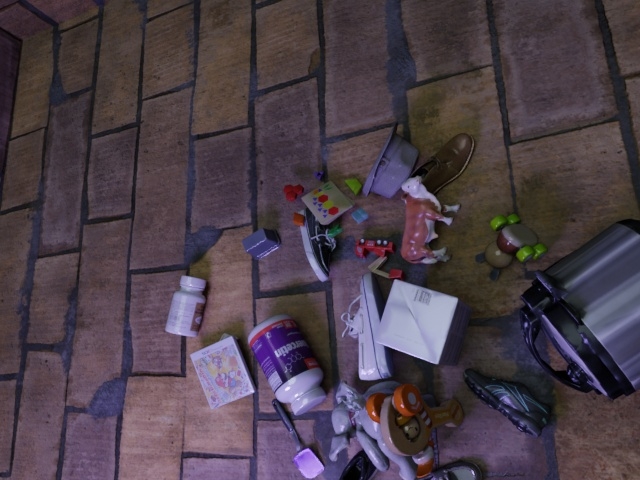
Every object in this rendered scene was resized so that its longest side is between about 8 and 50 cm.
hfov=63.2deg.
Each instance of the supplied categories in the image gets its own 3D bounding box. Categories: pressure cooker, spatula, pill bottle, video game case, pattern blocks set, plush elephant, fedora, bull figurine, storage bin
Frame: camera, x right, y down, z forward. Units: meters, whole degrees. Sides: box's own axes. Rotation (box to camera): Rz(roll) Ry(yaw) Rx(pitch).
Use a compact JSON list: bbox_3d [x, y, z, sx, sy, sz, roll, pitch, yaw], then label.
[{"bbox_3d":[0.737,0.193,1.343,0.420,0.375,0.370,-40,67,11],"label":"pressure cooker"},{"bbox_3d":[-0.094,0.687,1.820,0.084,0.030,0.296,-41,64,14],"label":"spatula"},{"bbox_3d":[-0.110,0.429,1.808,0.181,0.181,0.323,-39,64,12],"label":"pill bottle"},{"bbox_3d":[-0.372,0.501,1.975,0.206,0.026,0.227,-26,83,18],"label":"video game case"},{"bbox_3d":[-0.532,0.261,2.085,0.131,0.131,0.230,7,81,27],"label":"pill bottle"},{"bbox_3d":[0.023,-0.141,1.918,0.285,0.026,0.325,-24,49,-3],"label":"pattern blocks set"},{"bbox_3d":[0.148,0.564,1.613,0.255,0.329,0.272,-34,31,52],"label":"plush elephant"},{"bbox_3d":[0.256,-0.256,1.793,0.124,0.244,0.276,28,89,6],"label":"fedora"},{"bbox_3d":[0.345,-0.062,1.700,0.188,0.101,0.311,17,120,28],"label":"bull figurine"},{"bbox_3d":[-0.238,0.001,2.030,0.135,0.091,0.098,-30,66,16],"label":"storage bin"}]

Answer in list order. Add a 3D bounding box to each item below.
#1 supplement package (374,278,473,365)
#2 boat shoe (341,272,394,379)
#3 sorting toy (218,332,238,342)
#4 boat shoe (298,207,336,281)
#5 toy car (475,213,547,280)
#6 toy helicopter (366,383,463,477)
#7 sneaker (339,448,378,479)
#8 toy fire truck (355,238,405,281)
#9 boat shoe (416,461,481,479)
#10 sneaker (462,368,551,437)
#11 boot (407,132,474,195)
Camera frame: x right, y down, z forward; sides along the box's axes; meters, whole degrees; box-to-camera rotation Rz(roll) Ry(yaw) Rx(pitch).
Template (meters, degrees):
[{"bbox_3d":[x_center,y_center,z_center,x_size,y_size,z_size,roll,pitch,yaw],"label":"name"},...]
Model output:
[{"bbox_3d":[0.324,0.256,1.591,0.199,0.262,0.198,16,84,28],"label":"supplement package"},{"bbox_3d":[0.139,0.286,1.728,0.156,0.136,0.367,-16,60,17],"label":"boat shoe"},{"bbox_3d":[-0.370,0.400,2.029,0.075,0.044,0.083,27,90,48],"label":"sorting toy"},{"bbox_3d":[0.002,0.002,1.903,0.104,0.113,0.306,-23,53,13],"label":"boat shoe"},{"bbox_3d":[0.573,0.036,1.626,0.155,0.148,0.188,58,133,29],"label":"toy car"},{"bbox_3d":[0.305,0.530,1.488,0.140,0.354,0.235,-33,62,40],"label":"toy helicopter"},{"bbox_3d":[0.079,0.795,1.655,0.107,0.124,0.283,25,89,29],"label":"sneaker"},{"bbox_3d":[0.205,0.068,1.809,0.191,0.047,0.135,4,71,27],"label":"toy fire truck"},{"bbox_3d":[0.324,0.764,1.559,0.335,0.095,0.112,-31,66,16],"label":"boat shoe"},{"bbox_3d":[0.549,0.460,1.542,0.267,0.101,0.106,36,72,29],"label":"sneaker"},{"bbox_3d":[0.404,-0.251,1.765,0.305,0.115,0.112,-49,60,6],"label":"boot"}]
